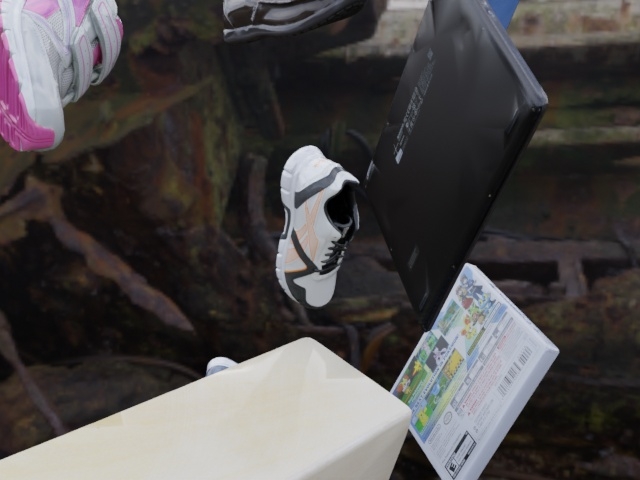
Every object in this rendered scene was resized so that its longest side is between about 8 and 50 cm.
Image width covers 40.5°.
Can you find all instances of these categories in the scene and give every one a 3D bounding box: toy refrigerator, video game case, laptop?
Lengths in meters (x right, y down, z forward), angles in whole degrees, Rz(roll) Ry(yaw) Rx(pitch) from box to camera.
[{"bbox_3d":[-0.077,0.141,0.429,0.094,0.102,0.269,32,29,31],"label":"toy refrigerator"},{"bbox_3d":[0.269,0.251,1.609,0.036,0.329,0.300,18,20,-29],"label":"video game case"},{"bbox_3d":[0.221,-0.165,1.112,0.236,0.382,0.408,-4,50,-19],"label":"laptop"}]

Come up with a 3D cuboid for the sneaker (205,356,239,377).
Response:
[{"bbox_3d":[-0.116,0.319,1.560,0.226,0.086,0.163,25,29,-8],"label":"sneaker"}]

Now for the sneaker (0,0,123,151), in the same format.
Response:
[{"bbox_3d":[-0.229,-0.179,0.768,0.111,0.103,0.252,5,52,-21],"label":"sneaker"}]

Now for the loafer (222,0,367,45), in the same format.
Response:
[{"bbox_3d":[-0.043,-0.264,0.947,0.220,0.078,0.080,3,24,46],"label":"loafer"}]

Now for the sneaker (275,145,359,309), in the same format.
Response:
[{"bbox_3d":[0.000,0.000,0.517,0.043,0.109,0.040,29,45,36],"label":"sneaker"}]
